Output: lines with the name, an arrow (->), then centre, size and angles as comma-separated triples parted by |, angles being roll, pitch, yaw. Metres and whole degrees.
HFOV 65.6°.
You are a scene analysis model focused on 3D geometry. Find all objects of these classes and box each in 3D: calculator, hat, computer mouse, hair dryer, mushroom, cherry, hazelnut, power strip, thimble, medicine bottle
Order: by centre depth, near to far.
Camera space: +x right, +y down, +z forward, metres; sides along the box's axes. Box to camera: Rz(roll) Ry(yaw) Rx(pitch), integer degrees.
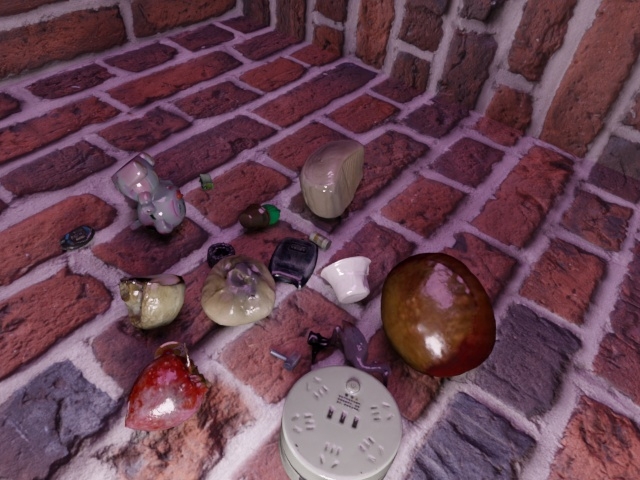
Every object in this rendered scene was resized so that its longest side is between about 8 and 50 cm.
power strip -> 0.048, 0.537, 1.379 | 0.357, 0.162, 0.358 | 5, 43, -4
cherry -> -0.442, 0.434, 1.398 | 0.175, 0.192, 0.249 | 2, 35, 49
hair dryer -> -0.122, 0.375, 1.620 | 0.114, 0.037, 0.063 | 21, 42, 23
hazelnut -> 0.390, 0.239, 1.636 | 0.420, 0.353, 0.421 | 34, 20, -14
mushroom -> -0.546, 0.201, 1.644 | 0.266, 0.164, 0.189 | 1, 2, 44
hat -> 0.106, 0.153, 1.807 | 0.202, 0.203, 0.126 | -7, 65, -16
computer mouse -> -0.919, -0.005, 1.882 | 0.135, 0.047, 0.079 | -28, 59, -19
thimble -> -0.379, 0.057, 1.890 | 0.104, 0.066, 0.095 | -26, 54, -35
calculator -> -0.104, 0.076, 1.939 | 0.177, 0.040, 0.268 | 15, 39, 4
medicine bottle -> 0.000, 0.000, 2.024 | 0.083, 0.047, 0.047 | 32, 48, 23

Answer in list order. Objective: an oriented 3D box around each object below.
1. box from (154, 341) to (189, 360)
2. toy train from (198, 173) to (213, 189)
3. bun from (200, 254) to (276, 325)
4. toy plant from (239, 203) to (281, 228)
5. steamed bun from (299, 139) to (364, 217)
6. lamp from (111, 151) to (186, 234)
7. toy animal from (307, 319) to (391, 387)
box -> -0.468, 0.370, 1.564 | 0.105, 0.037, 0.106 | 5, 43, -5
toy train -> -0.514, -0.265, 2.228 | 0.056, 0.038, 0.093 | -9, 45, -21
bun -> -0.284, 0.164, 1.722 | 0.272, 0.168, 0.273 | 4, 51, -4
toy plant -> -0.250, -0.106, 2.063 | 0.142, 0.106, 0.200 | 17, 24, 30
steamed bun -> 0.035, -0.288, 2.196 | 0.236, 0.247, 0.384 | 13, 48, 21
lamp -> -0.673, -0.159, 1.931 | 0.247, 0.301, 0.247 | -33, 23, 9
toy animal -> 0.114, 0.367, 1.623 | 0.323, 0.091, 0.195 | 21, 50, 26
